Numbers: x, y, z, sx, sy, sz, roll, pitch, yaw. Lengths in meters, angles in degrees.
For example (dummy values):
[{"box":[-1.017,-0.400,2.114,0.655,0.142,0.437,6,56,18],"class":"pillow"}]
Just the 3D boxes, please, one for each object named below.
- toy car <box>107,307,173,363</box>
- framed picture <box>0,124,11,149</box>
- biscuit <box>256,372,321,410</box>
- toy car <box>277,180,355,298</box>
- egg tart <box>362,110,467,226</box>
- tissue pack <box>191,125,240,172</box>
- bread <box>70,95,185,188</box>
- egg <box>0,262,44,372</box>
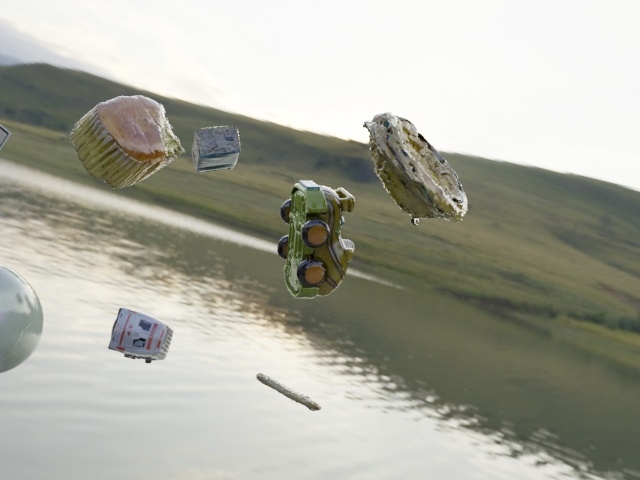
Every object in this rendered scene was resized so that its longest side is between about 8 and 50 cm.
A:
[{"box":[-0.349,0.197,1.460,0.108,0.089,0.209,12,-16,2],"class":"toy car"},{"box":[-0.754,-0.240,1.570,0.011,0.109,0.149,-16,-45,36],"class":"framed picture"},{"box":[-0.090,0.433,2.071,0.220,0.033,0.220,27,-12,6],"class":"biscuit"},{"box":[0.000,0.000,1.530,0.143,0.247,0.200,0,20,-17],"class":"toy car"},{"box":[0.177,-0.124,1.406,0.291,0.107,0.290,40,25,-23],"class":"egg tart"},{"box":[-0.288,-0.250,1.998,0.120,0.082,0.169,-9,-8,-14],"class":"tissue pack"},{"box":[-0.404,-0.217,1.550,0.179,0.133,0.250,54,24,2],"class":"bread"},{"box":[-0.463,0.110,1.005,0.151,0.151,0.209,17,-25,13],"class":"egg"}]
